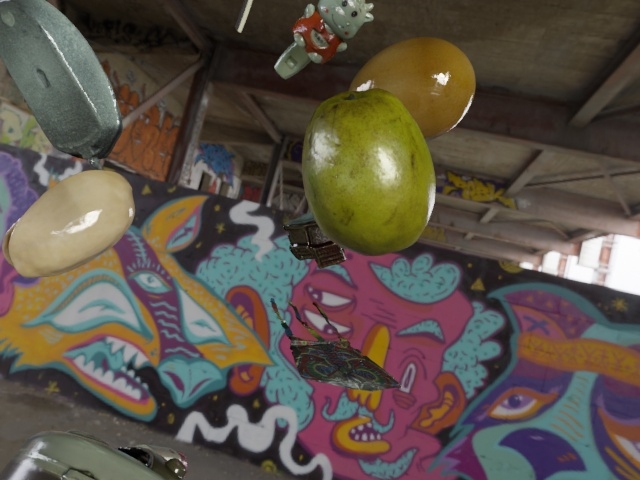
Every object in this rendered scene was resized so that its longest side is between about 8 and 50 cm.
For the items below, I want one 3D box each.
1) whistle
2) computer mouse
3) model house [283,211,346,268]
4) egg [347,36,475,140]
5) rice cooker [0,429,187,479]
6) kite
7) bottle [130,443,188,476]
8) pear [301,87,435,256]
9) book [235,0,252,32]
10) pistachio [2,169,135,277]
[{"bbox_3d":[0.001,-0.425,1.031,0.253,0.101,0.106,-33,-6,29],"label":"whistle"},{"bbox_3d":[-0.324,-0.202,0.647,0.113,0.229,0.068,-12,24,26],"label":"computer mouse"},{"bbox_3d":[-0.007,0.002,1.378,0.165,0.152,0.106,-14,12,-3],"label":"model house"},{"bbox_3d":[0.221,-0.369,1.265,0.323,0.250,0.250,-9,-13,21],"label":"egg"},{"bbox_3d":[-0.325,0.440,0.678,0.335,0.325,0.335,14,-41,13],"label":"rice cooker"},{"bbox_3d":[0.000,0.151,0.767,0.152,0.015,0.285,13,13,-24],"label":"kite"},{"bbox_3d":[-0.447,0.627,1.393,0.110,0.110,0.233,13,-23,19],"label":"bottle"},{"bbox_3d":[0.090,-0.122,0.944,0.253,0.307,0.253,-10,19,4],"label":"pear"},{"bbox_3d":[-0.141,-0.525,1.050,0.014,0.181,0.127,17,21,-19],"label":"book"},{"bbox_3d":[-0.549,-0.040,1.120,0.187,0.299,0.187,36,-30,25],"label":"pistachio"}]
